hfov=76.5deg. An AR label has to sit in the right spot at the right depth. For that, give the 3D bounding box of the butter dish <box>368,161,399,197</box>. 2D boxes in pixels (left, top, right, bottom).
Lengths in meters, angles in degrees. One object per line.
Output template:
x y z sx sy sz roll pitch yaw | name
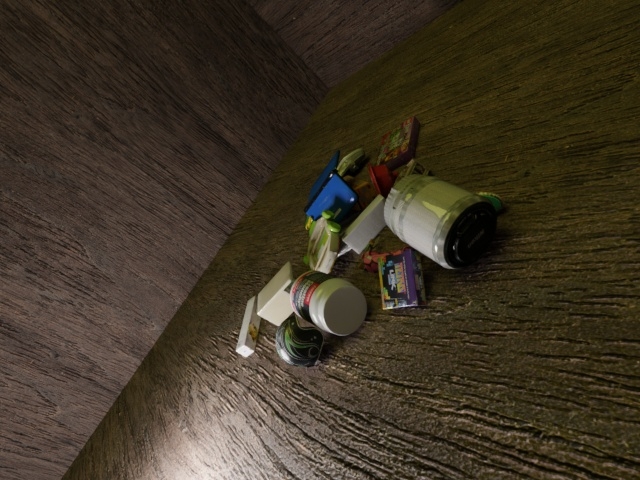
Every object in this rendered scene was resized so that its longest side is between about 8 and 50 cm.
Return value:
0.287 -0.269 1.780 0.118 0.159 0.160 -20 30 9 | butter dish

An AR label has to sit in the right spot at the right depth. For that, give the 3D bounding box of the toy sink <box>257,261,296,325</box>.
-0.159 0.237 1.807 0.234 0.131 0.152 -48 24 17 | toy sink

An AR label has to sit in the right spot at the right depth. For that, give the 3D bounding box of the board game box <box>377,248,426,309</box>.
0.250 0.123 1.263 0.141 0.048 0.170 -21 69 50 | board game box

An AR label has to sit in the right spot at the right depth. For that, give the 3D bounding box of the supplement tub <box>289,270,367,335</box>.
0.022 0.217 1.444 0.191 0.191 0.272 -56 24 -12 | supplement tub

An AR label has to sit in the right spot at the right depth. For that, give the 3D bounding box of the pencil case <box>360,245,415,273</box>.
0.239 0.068 1.400 0.209 0.098 0.095 -13 44 53 | pencil case

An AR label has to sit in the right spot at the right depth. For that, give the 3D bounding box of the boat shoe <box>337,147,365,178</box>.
0.135 -0.369 2.227 0.320 0.103 0.118 -43 -15 7 | boat shoe

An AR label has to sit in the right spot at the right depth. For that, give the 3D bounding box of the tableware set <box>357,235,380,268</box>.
0.180 0.049 1.575 0.104 0.024 0.154 -52 8 48 | tableware set

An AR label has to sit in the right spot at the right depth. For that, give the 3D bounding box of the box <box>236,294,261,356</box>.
-0.334 0.404 1.948 0.067 0.063 0.323 -37 27 24 | box

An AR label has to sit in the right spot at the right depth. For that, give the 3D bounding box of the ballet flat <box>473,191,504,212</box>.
0.467 -0.109 1.289 0.241 0.091 0.077 -15 17 47 | ballet flat

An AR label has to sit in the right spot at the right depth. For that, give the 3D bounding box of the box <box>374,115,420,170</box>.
0.375 -0.461 1.979 0.201 0.057 0.293 -27 33 41 | box

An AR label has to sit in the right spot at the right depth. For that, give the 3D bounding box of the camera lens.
0.347 -0.061 1.186 0.219 0.219 0.274 -50 41 0 | camera lens

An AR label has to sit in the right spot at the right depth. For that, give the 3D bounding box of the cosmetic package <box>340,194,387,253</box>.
0.199 -0.066 1.667 0.239 0.099 0.060 -47 22 6 | cosmetic package

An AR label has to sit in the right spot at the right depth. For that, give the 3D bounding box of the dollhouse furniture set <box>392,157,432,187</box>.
0.352 -0.207 1.654 0.181 0.101 0.161 -60 1 -20 | dollhouse furniture set

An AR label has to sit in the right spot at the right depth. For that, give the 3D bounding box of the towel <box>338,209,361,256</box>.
0.099 -0.034 1.871 0.209 0.034 0.284 -32 29 33 | towel

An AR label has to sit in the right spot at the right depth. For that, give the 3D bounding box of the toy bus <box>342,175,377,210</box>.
0.140 -0.237 1.968 0.130 0.108 0.333 -31 22 -7 | toy bus

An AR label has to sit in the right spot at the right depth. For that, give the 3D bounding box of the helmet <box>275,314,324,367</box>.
-0.077 0.350 1.414 0.169 0.162 0.169 -164 90 -87 | helmet

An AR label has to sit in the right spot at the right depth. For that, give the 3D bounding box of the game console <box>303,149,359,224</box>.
0.059 -0.222 1.887 0.173 0.250 0.293 -36 -10 -44 | game console

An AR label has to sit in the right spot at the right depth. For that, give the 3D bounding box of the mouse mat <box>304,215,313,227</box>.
-0.027 -0.165 2.314 0.153 0.007 0.189 -32 28 35 | mouse mat

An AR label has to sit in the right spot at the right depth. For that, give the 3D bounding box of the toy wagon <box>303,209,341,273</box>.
0.000 0.000 1.792 0.344 0.068 0.267 -110 38 -58 | toy wagon
